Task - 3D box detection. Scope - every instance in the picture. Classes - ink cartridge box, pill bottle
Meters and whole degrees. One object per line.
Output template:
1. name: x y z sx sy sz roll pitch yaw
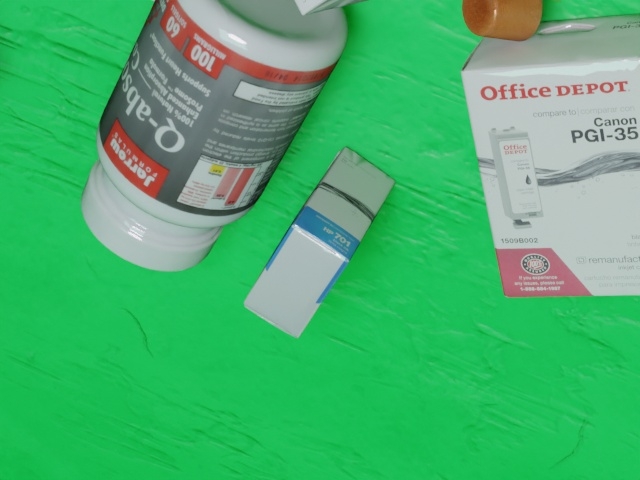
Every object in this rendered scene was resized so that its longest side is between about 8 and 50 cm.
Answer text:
1. ink cartridge box: 0.000 0.000 1.896 0.082 0.191 0.140 33 127 0
2. ink cartridge box: 0.282 -0.087 1.766 0.207 0.117 0.283 -2 118 25
3. pill bottle: -0.132 -0.146 1.855 0.210 0.210 0.363 33 126 2

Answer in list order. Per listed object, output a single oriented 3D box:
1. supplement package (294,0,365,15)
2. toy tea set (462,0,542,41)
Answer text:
1. supplement package: 0.020 -0.399 1.611 0.177 0.175 0.293 -29 87 35
2. toy tea set: 0.257 -0.336 1.637 0.336 0.124 0.200 -38 65 53
